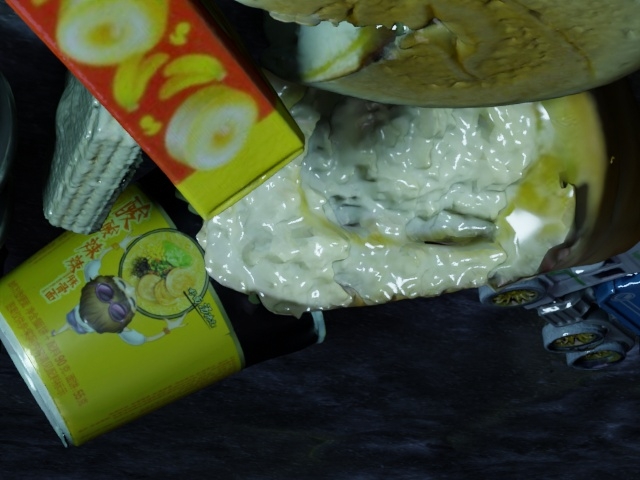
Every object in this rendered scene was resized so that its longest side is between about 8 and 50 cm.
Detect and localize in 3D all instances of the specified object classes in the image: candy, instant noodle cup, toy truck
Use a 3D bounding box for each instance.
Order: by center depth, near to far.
[{"bbox_3d":[-0.126,-0.149,1.165,0.088,0.146,0.276,-38,134,4],"label":"candy"},{"bbox_3d":[-0.143,0.048,1.615,0.236,0.215,0.215,-30,163,-11],"label":"instant noodle cup"},{"bbox_3d":[0.255,0.008,1.735,0.175,0.146,0.367,-18,157,23],"label":"toy truck"}]

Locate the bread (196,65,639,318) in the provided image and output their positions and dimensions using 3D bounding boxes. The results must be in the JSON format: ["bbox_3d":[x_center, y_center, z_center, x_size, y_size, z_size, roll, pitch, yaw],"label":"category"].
[{"bbox_3d":[0.091,-0.069,1.433,0.316,0.211,0.270,-6,-176,31],"label":"bread"}]

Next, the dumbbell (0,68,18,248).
[{"bbox_3d":[-0.322,-0.059,1.464,0.192,0.192,0.290,3,162,-8],"label":"dumbbell"}]

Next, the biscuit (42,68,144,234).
[{"bbox_3d":[-0.163,-0.094,1.434,0.052,0.150,0.252,12,158,-14],"label":"biscuit"}]

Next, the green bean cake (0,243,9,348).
[{"bbox_3d":[-0.407,0.050,1.714,0.250,0.156,0.247,4,-176,-16],"label":"green bean cake"}]

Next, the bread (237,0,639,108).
[{"bbox_3d":[0.087,-0.193,1.154,0.333,0.160,0.333,-1,162,0],"label":"bread"}]
